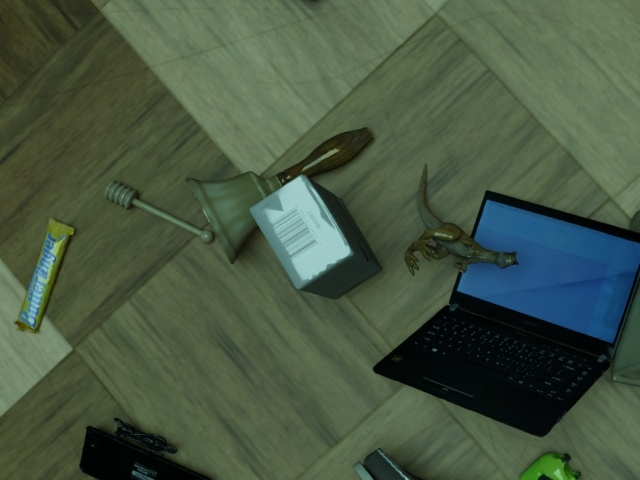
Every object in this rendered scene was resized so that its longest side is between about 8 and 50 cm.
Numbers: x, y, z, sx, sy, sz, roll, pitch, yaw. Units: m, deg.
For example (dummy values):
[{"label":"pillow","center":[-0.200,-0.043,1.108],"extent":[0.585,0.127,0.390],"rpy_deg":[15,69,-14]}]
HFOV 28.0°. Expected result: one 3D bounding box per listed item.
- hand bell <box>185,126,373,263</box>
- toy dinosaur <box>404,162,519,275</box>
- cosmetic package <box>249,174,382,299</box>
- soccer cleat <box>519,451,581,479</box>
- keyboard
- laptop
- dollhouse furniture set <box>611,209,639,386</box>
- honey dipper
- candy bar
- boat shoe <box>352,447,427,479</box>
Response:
[{"label":"hand bell","center":[-0.040,-0.081,1.674],"extent":[0.242,0.126,0.126],"rpy_deg":[-29,80,-5]},{"label":"toy dinosaur","center":[0.153,-0.005,1.597],"extent":[0.211,0.112,0.064],"rpy_deg":[41,140,37]},{"label":"cosmetic package","center":[0.000,0.000,1.576],"extent":[0.085,0.231,0.117],"rpy_deg":[-32,80,8]},{"label":"soccer cleat","center":[0.314,0.345,1.575],"extent":[0.072,0.060,0.179],"rpy_deg":[-38,72,17]},{"label":"keyboard","center":[-0.226,0.297,1.712],"extent":[0.192,0.038,0.100],"rpy_deg":[21,114,12]},{"label":"laptop","center":[0.228,0.078,1.532],"extent":[0.234,0.264,0.137],"rpy_deg":[18,127,34]},{"label":"dollhouse furniture set","center":[0.551,0.116,1.547],"extent":[0.355,0.174,0.303],"rpy_deg":[12,74,-16]},{"label":"honey dipper","center":[-0.216,-0.035,1.731],"extent":[0.160,0.030,0.030],"rpy_deg":[27,92,11]},{"label":"candy bar","center":[-0.380,0.051,1.765],"extent":[0.040,0.018,0.161],"rpy_deg":[19,89,13]},{"label":"boat shoe","center":[0.183,0.359,1.572],"extent":[0.324,0.116,0.097],"rpy_deg":[41,90,8]}]
